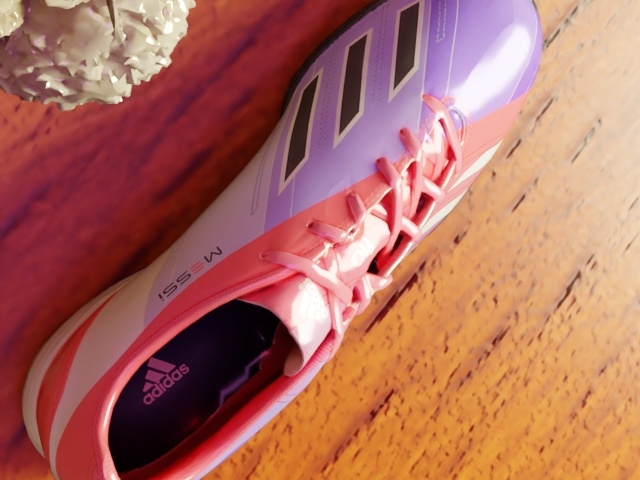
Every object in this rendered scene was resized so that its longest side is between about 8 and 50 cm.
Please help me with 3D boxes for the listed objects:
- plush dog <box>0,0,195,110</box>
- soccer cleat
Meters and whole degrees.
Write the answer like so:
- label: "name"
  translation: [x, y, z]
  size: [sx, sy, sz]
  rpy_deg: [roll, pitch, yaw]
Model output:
- label: "plush dog"
  translation: [-0.196, -0.138, 0.591]
  size: [0.225, 0.210, 0.262]
  rpy_deg: [-18, 107, 11]
- label: "soccer cleat"
  translation: [0.000, 0.000, 0.715]
  size: [0.318, 0.116, 0.108]
  rpy_deg: [-45, 113, -7]
